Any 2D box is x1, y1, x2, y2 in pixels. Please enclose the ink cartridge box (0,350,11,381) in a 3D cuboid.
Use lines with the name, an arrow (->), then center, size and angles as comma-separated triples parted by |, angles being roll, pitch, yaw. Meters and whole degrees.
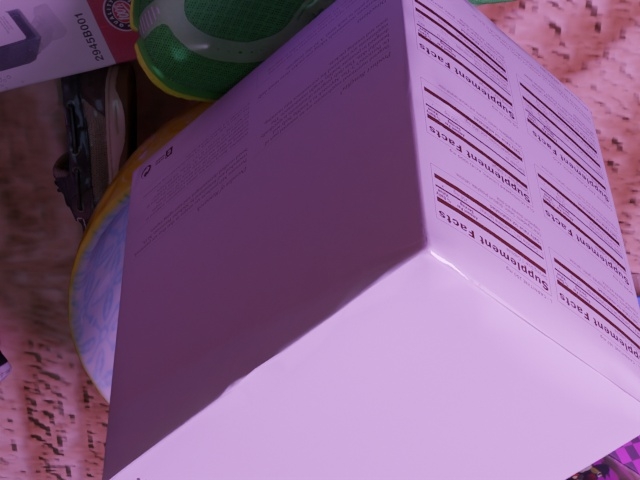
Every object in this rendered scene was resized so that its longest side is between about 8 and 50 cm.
ink cartridge box -> -0.386, 0.194, 1.105 | 0.371, 0.176, 0.069 | -41, 88, 29

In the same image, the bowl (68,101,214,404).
bowl -> 0.000, 0.000, 0.941 | 0.289, 0.156, 0.290 | 0, 132, 0

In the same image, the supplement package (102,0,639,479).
supplement package -> 0.022, 0.020, 0.715 | 0.149, 0.203, 0.194 | 34, 124, -29

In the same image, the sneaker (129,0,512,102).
sneaker -> 0.043, -0.154, 0.782 | 0.295, 0.109, 0.123 | -20, 175, -11

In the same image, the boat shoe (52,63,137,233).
boat shoe -> -0.142, -0.044, 0.975 | 0.049, 0.056, 0.152 | 8, 122, 0

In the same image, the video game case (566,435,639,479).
video game case -> 0.112, 0.161, 1.137 | 0.232, 0.042, 0.210 | 34, 136, -27

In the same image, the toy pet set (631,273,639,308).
toy pet set -> 0.165, 0.063, 1.057 | 0.114, 0.065, 0.122 | 2, 132, -2

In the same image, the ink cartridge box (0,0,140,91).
ink cartridge box -> -0.189, -0.164, 0.838 | 0.217, 0.092, 0.159 | -11, 131, 12
